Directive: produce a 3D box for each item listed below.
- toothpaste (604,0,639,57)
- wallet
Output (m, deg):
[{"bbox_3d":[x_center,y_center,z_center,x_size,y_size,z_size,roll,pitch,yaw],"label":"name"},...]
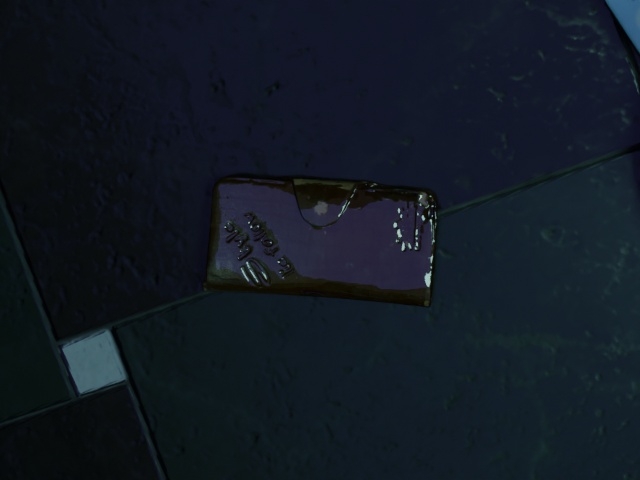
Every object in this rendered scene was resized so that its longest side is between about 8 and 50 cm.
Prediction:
[{"bbox_3d":[0.334,-0.222,1.299,0.272,0.053,0.066,-34,86,12],"label":"toothpaste"},{"bbox_3d":[0.000,0.000,1.390,0.176,0.026,0.095,5,95,8],"label":"wallet"}]
